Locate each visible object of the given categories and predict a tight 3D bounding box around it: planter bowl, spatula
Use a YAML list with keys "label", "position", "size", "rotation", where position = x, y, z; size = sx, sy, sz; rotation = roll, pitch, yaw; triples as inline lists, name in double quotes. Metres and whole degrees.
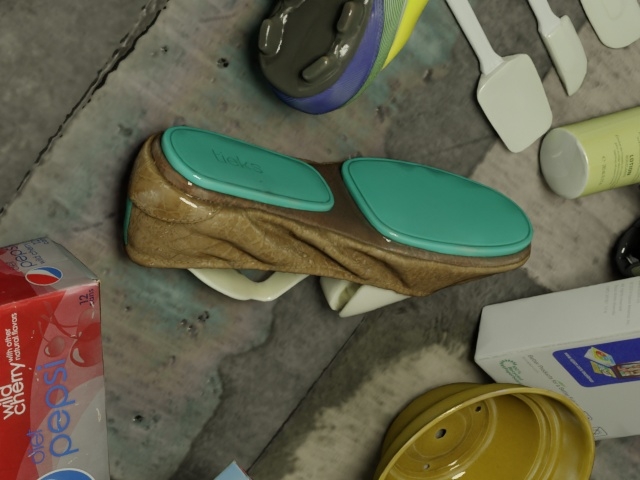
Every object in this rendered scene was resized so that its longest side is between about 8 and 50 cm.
- label: "planter bowl"
  position: [0.120, 0.189, 1.387]
  size: [0.217, 0.090, 0.217]
  rotation: [-13, 127, -18]
- label: "spatula"
  position: [0.163, -0.199, 1.264]
  size: [0.168, 0.019, 0.242]
  rotation: [-40, 129, -7]

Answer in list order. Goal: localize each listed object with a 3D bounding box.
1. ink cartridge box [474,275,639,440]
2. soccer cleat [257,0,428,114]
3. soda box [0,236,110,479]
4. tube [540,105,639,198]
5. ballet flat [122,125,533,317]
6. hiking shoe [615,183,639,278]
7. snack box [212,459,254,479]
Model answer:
- label: "ink cartridge box"
  position: [0.311, 0.092, 1.342]
  size: [0.165, 0.333, 0.065]
  rotation: [46, 46, -40]
- label: "soccer cleat"
  position: [0.059, -0.215, 1.155]
  size: [0.289, 0.093, 0.121]
  rotation: [-53, 163, 3]
- label: "soda box"
  position: [-0.209, 0.135, 1.160]
  size: [0.092, 0.083, 0.263]
  rotation: [-14, 121, -28]
- label: "tube"
  position: [0.298, -0.089, 1.386]
  size: [0.240, 0.062, 0.070]
  rotation: [-14, 164, -32]
- label: "ballet flat"
  position: [0.000, 0.000, 1.218]
  size: [0.342, 0.116, 0.124]
  rotation: [7, 130, -35]
- label: "hiking shoe"
  position: [0.315, 0.019, 1.442]
  size: [0.114, 0.086, 0.226]
  rotation: [-6, 132, -4]
- label: "snack box"
  position: [-0.095, 0.268, 1.251]
  size: [0.174, 0.070, 0.207]
  rotation: [-41, 161, -8]
